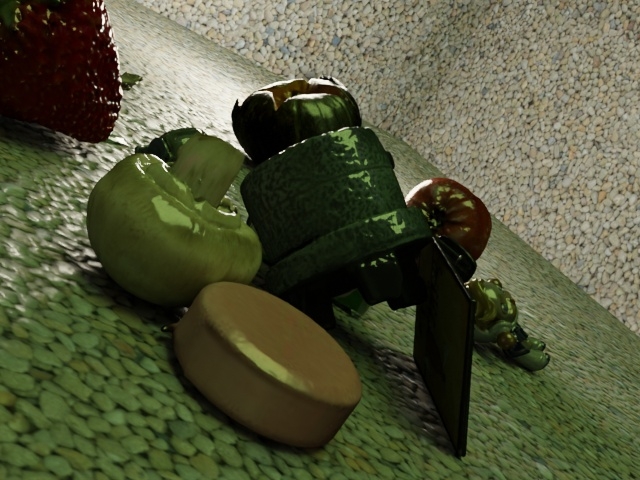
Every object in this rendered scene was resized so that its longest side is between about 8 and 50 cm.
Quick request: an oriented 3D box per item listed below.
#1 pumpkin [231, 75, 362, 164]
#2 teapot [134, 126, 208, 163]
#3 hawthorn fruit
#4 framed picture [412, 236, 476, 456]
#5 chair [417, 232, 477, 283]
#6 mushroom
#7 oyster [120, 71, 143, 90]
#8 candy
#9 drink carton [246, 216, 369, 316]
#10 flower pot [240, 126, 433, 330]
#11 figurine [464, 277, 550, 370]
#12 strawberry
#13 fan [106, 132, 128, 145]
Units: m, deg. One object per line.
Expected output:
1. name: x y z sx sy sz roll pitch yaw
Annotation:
1. pumpkin: -0.052 -0.281 2.466 0.321 0.192 0.320 -4 22 2
2. teapot: -0.278 -0.169 1.909 0.108 0.111 0.149 0 38 -42
3. hawthorn fruit: 0.298 -0.021 2.478 0.242 0.242 0.272 37 -2 17
4. framed picture: 0.190 0.145 1.606 0.014 0.255 0.338 -1 20 -7
5. chair: 0.269 0.069 2.229 0.140 0.145 0.221 42 15 32
6. mushroom: -0.180 -0.035 1.375 0.254 0.234 0.260 31 13 -29
7. oyster: -0.460 -0.356 2.271 0.103 0.051 0.148 18 9 15
8. candy: -0.071 0.148 1.267 0.255 0.094 0.255 32 15 -10
9. drink carton: 0.000 0.000 1.832 0.271 0.161 0.108 29 14 -4
10. flower pot: 0.032 -0.002 1.639 0.299 0.299 0.282 3 61 -65
11. figurine: 0.377 0.173 2.163 0.274 0.133 0.193 27 37 -47
12. strawberry: -0.463 -0.311 1.712 0.312 0.267 0.351 35 -9 35
13. fan: -0.463 -0.224 1.895 0.240 0.009 0.131 19 17 -45
